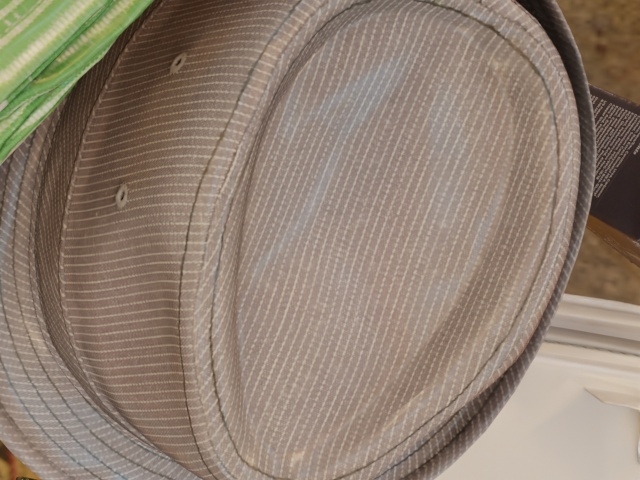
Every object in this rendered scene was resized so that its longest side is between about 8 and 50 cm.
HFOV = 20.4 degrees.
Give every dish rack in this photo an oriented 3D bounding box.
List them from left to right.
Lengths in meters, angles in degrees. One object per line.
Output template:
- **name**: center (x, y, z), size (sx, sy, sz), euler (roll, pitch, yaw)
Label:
- **dish rack**: center (0.138, 0.199, 1.328), size (0.072, 0.285, 0.333), euler (-53, 148, -62)

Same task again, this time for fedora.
- **fedora**: center (0.000, 0.000, 0.638), size (0.243, 0.124, 0.275), euler (28, 92, -20)

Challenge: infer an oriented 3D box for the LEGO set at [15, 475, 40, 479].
- **LEGO set**: center (-0.136, 0.304, 1.009), size (0.254, 0.192, 0.331), euler (1, 80, 9)

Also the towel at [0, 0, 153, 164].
- **towel**: center (-0.106, -0.192, 0.569), size (0.248, 0.038, 0.325), euler (39, 78, 6)

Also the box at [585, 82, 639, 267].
- **box**: center (0.261, -0.026, 1.324), size (0.156, 0.158, 0.093), euler (33, 91, -33)
